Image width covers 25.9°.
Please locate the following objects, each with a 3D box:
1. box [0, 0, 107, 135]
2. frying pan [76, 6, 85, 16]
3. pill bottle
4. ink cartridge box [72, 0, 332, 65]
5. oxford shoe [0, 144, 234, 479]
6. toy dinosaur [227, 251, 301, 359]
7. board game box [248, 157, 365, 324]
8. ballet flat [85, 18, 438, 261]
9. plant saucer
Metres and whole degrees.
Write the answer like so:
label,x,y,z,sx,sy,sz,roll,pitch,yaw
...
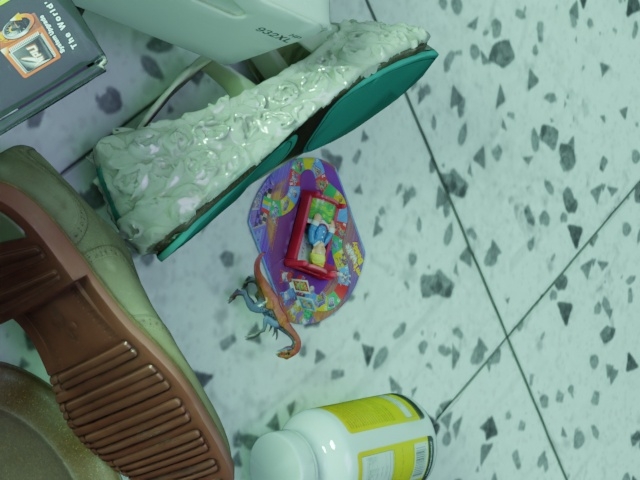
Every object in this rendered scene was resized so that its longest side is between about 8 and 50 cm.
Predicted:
label,x,y,z,sx,sy,sz,roll,pitch,yaw
box,-0.368,-0.194,0.850,0.318,0.097,0.395,-33,106,-15
frying pan,-0.235,-0.288,1.133,0.197,0.053,0.326,56,44,-33
pill bottle,0.022,0.212,1.374,0.184,0.103,0.103,-4,95,-45
ink cartridge box,-0.110,-0.329,1.155,0.223,0.129,0.307,16,68,-46
oxford shoe,-0.168,0.068,1.152,0.348,0.123,0.130,59,27,-23
toy dinosaur,-0.048,0.072,1.321,0.082,0.090,0.047,36,44,8
board game box,0.000,0.000,1.391,0.133,0.033,0.168,-36,117,-38
ballet flat,-0.048,-0.132,1.279,0.409,0.147,0.147,-37,117,-38
plant saucer,-0.231,0.186,1.105,0.198,0.036,0.198,47,17,-19
